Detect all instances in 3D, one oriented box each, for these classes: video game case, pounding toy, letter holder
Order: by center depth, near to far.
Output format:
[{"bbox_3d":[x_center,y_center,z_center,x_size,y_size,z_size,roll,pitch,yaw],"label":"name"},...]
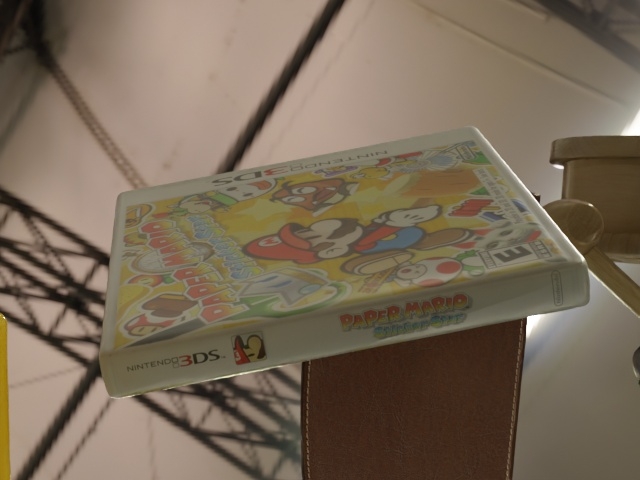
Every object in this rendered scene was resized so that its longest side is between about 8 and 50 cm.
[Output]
[{"bbox_3d":[0.000,0.000,0.682,0.227,0.206,0.026,-107,-173,-69],"label":"video game case"},{"bbox_3d":[0.231,0.012,0.921,0.154,0.269,0.155,178,-82,-66],"label":"pounding toy"},{"bbox_3d":[0.065,0.094,1.325,0.152,0.214,0.302,176,-80,-70],"label":"letter holder"}]

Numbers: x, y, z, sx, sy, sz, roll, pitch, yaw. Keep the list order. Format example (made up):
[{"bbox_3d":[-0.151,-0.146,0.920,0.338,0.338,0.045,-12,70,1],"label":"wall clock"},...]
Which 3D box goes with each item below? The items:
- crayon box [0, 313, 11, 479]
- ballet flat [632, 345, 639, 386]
[{"bbox_3d":[-0.194,0.071,0.395,0.081,0.318,0.202,-37,-137,22],"label":"crayon box"},{"bbox_3d":[0.199,0.004,0.526,0.203,0.074,0.074,-38,-133,-5],"label":"ballet flat"}]
